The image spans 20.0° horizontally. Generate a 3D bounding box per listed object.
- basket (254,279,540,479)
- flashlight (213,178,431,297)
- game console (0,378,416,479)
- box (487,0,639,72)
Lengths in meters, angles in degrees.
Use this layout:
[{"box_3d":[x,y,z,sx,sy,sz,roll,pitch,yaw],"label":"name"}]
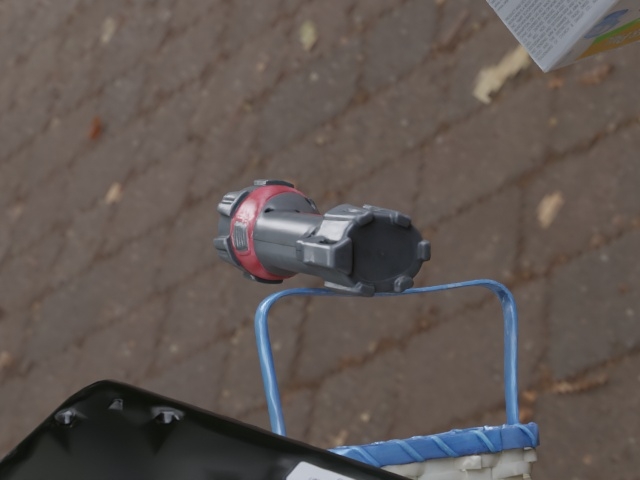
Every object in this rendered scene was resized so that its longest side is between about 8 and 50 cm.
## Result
[{"box_3d":[0.070,0.182,1.655,0.201,0.255,0.289,169,100,-70],"label":"basket"},{"box_3d":[0.000,0.000,1.647,0.103,0.103,0.304,-53,23,-13],"label":"flashlight"},{"box_3d":[-0.033,0.211,0.789,0.342,0.386,0.060,-44,-37,-50],"label":"game console"},{"box_3d":[0.206,-0.202,1.231,0.203,0.103,0.114,-22,-19,-48],"label":"box"}]
